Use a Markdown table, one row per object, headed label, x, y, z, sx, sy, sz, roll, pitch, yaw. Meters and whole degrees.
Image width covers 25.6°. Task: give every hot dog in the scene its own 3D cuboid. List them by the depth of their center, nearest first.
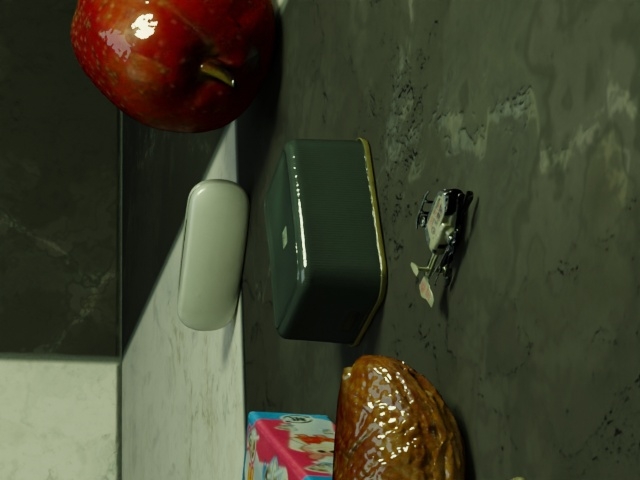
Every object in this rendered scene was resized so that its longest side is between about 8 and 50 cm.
| label | x | y | z | sx | sy | sz | roll | pitch | yaw |
| --- | --- | --- | --- | --- | --- | --- | --- | --- | --- |
| hot dog | 0.059 | 0.210 | 1.197 | 0.160 | 0.099 | 0.227 | 138 | 134 | -69 |

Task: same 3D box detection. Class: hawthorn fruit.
| label | x | y | z | sx | sy | sz | roll | pitch | yaw |
| --- | --- | --- | --- | --- | --- | --- | --- | --- | --- |
| hawthorn fruit | -0.184 | -0.281 | 1.915 | 0.369 | 0.285 | 0.284 | -128 | 42 | -54 |

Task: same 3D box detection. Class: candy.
| label | x | y | z | sx | sy | sz | roll | pitch | yaw |
| --- | --- | --- | --- | --- | --- | --- | --- | --- | --- |
| candy | -0.005 | 0.285 | 1.430 | 0.306 | 0.100 | 0.157 | -154 | 69 | -75 |

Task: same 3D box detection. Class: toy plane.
| label | x | y | z | sx | sy | sz | roll | pitch | yaw |
| --- | --- | --- | --- | --- | --- | --- | --- | --- | --- |
| toy plane | 0.103 | -0.002 | 1.212 | 0.049 | 0.031 | 0.120 | -119 | 37 | -48 |

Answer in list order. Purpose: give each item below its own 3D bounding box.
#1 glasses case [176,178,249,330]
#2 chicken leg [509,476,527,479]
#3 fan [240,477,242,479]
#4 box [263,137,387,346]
| label | x | y | z | sx | sy | sz | roll | pitch | yaw |
| --- | --- | --- | --- | --- | --- | --- | --- | --- | --- |
| glasses case | -0.159 | 0.023 | 2.068 | 0.059 | 0.092 | 0.233 | -127 | 41 | -64 |
| chicken leg | 0.162 | 0.200 | 0.878 | 0.251 | 0.087 | 0.107 | -167 | 102 | -81 |
| fan | -0.147 | 0.385 | 1.857 | 0.226 | 0.008 | 0.152 | -54 | 9 | -27 |
| box | 0.000 | 0.000 | 1.482 | 0.144 | 0.090 | 0.201 | 114 | 154 | -55 |
